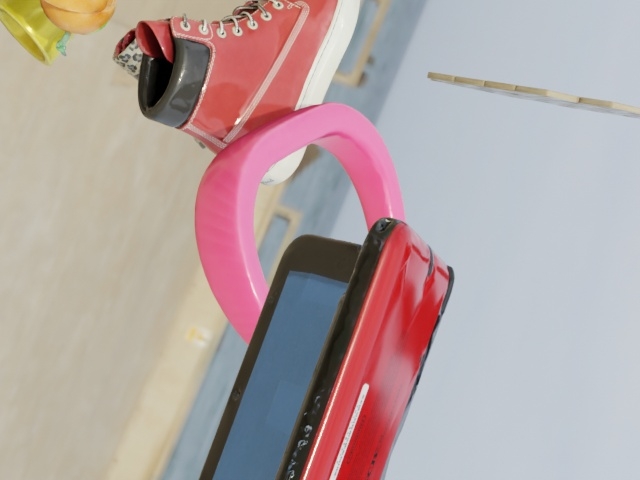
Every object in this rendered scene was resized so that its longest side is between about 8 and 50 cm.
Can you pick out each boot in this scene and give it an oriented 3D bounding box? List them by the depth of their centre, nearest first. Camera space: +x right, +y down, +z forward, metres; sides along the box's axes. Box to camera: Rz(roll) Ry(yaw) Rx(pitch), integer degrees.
[{"bbox_3d":[-0.067,-0.193,1.184,0.088,0.176,0.244,-1,-114,50],"label":"boot"},{"bbox_3d":[-0.189,-0.240,1.881,0.085,0.178,0.236,-41,-161,20],"label":"boot"}]

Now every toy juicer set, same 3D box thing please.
[{"bbox_3d":[-0.285,-0.266,1.032,0.089,0.329,0.209,-44,-157,-13],"label":"toy juicer set"}]

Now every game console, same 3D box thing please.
[{"bbox_3d":[-0.016,0.061,0.490,0.144,0.085,0.124,-70,160,-7],"label":"game console"}]

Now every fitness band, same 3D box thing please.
[{"bbox_3d":[0.000,0.000,1.105,0.291,0.054,0.209,-36,108,-58],"label":"fitness band"}]

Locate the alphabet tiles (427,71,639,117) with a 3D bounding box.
[{"bbox_3d":[0.322,-0.192,1.850,0.342,0.285,0.011,18,-80,51],"label":"alphabet tiles"}]
